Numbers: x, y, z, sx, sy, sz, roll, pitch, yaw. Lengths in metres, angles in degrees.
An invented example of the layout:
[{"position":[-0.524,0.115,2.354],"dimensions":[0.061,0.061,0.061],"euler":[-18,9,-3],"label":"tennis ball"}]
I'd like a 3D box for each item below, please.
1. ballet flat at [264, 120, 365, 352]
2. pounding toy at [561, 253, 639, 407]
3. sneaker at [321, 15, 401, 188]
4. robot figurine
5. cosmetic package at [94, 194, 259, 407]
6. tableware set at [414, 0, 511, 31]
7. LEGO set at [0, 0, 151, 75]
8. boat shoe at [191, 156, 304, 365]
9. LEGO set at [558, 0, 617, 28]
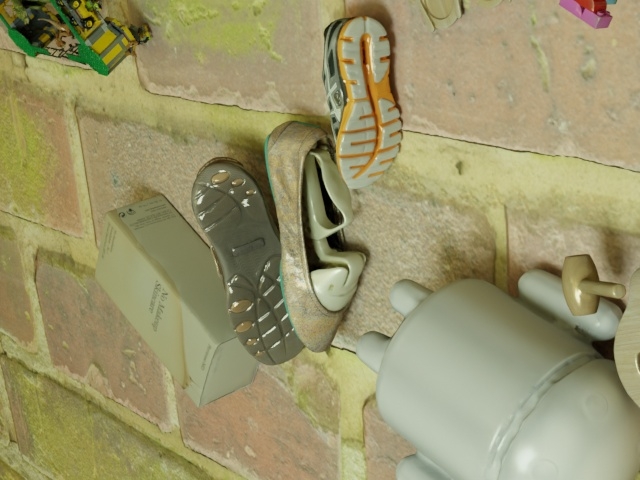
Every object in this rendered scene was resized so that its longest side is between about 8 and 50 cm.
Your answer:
[{"position":[0.000,0.000,1.478],"dimensions":[0.106,0.107,0.316],"euler":[-1,107,38],"label":"ballet flat"},{"position":[0.337,0.099,1.054],"dimensions":[0.269,0.155,0.154],"euler":[7,108,50],"label":"pounding toy"},{"position":[0.043,-0.167,1.367],"dimensions":[0.083,0.084,0.215],"euler":[33,129,56],"label":"sneaker"},{"position":[0.202,0.174,1.223],"dimensions":[0.353,0.200,0.300],"euler":[36,98,37],"label":"robot figurine"},{"position":[-0.222,0.091,1.788],"dimensions":[0.309,0.113,0.160],"euler":[46,138,28],"label":"cosmetic package"},{"position":[0.144,-0.305,1.212],"dimensions":[0.169,0.020,0.141],"euler":[-6,102,53],"label":"tableware set"},{"position":[-0.380,-0.407,1.738],"dimensions":[0.331,0.192,0.255],"euler":[14,147,51],"label":"LEGO set"},{"position":[-0.094,0.024,1.613],"dimensions":[0.116,0.123,0.324],"euler":[-111,6,-67],"label":"boat shoe"},{"position":[0.223,-0.297,1.067],"dimensions":[0.227,0.087,0.093],"euler":[45,132,34],"label":"LEGO set"}]
